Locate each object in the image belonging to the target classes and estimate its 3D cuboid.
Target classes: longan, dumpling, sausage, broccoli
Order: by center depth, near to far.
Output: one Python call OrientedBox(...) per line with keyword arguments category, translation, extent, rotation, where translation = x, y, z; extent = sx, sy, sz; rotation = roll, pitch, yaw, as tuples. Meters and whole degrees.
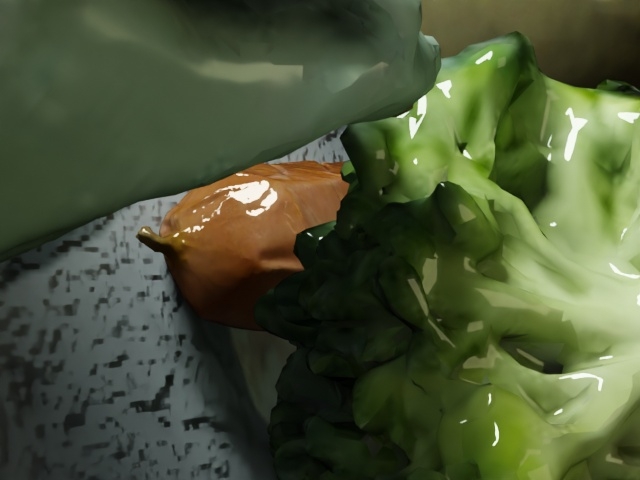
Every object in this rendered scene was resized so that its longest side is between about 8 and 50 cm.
OrientedBox(category="dumpling", translation=(-0.121, -0.118, 0.357), extent=(0.320, 0.212, 0.270), rotation=(58, 38, -34))
OrientedBox(category="broccoli", translation=(0.124, 0.087, 0.496), extent=(0.348, 0.281, 0.293), rotation=(-83, 170, -71))
OrientedBox(category="sausage", translation=(0.001, 0.000, 0.634), extent=(0.169, 0.065, 0.065), rotation=(-6, 76, -62))
OrientedBox(category="longan", translation=(0.098, -0.102, 0.755), extent=(0.187, 0.167, 0.167), rotation=(-32, 98, -60))
